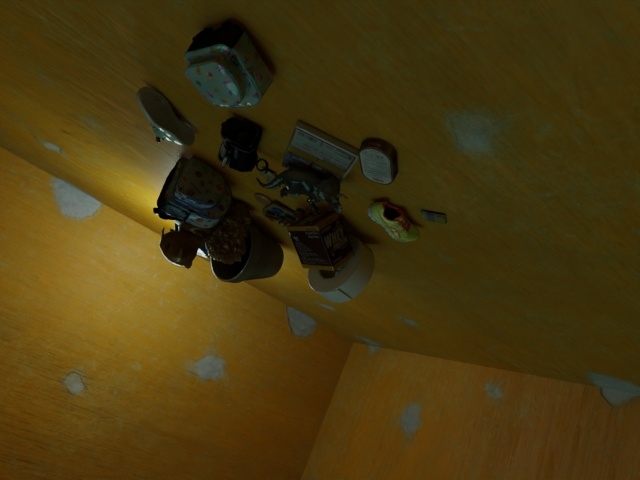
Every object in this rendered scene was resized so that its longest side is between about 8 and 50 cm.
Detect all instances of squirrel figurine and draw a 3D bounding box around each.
[{"bbox_3d":[-0.520,-0.038,2.110,0.397,0.370,0.281,24,161,-2],"label":"squirrel figurine"}]

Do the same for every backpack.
[{"bbox_3d":[-0.217,-0.403,1.131,0.166,0.144,0.188,2,155,36],"label":"backpack"},{"bbox_3d":[-0.493,-0.188,1.901,0.264,0.276,0.213,31,147,-29],"label":"backpack"}]

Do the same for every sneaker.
[{"bbox_3d":[0.259,-0.063,1.573,0.209,0.081,0.094,30,158,-17],"label":"sneaker"},{"bbox_3d":[-0.557,-0.413,1.579,0.151,0.094,0.256,15,158,32],"label":"sneaker"}]

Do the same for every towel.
[{"bbox_3d":[0.368,-0.076,1.516,0.083,0.009,0.060,15,160,26],"label":"towel"}]

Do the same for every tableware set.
[{"bbox_3d":[-0.150,-0.213,1.747,0.169,0.020,0.141,22,159,10],"label":"tableware set"}]

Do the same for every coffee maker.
[{"bbox_3d":[-0.239,-0.302,1.501,0.172,0.120,0.178,4,167,-14],"label":"coffee maker"}]

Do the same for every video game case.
[{"bbox_3d":[-0.007,-0.253,1.461,0.204,0.025,0.285,25,161,-6],"label":"video game case"}]

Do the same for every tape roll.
[{"bbox_3d":[0.084,0.114,1.940,0.286,0.286,0.100,2,151,48],"label":"tape roll"}]

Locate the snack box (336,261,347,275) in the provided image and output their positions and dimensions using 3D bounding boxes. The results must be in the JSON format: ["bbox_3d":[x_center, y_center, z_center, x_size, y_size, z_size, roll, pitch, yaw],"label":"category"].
[{"bbox_3d":[0.028,0.098,2.294,0.175,0.070,0.207,8,155,38],"label":"snack box"}]

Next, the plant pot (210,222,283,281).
[{"bbox_3d":[-0.349,0.075,2.380,0.323,0.322,0.281,5,170,43],"label":"plant pot"}]

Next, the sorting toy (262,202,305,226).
[{"bbox_3d":[-0.177,-0.103,2.010,0.132,0.046,0.275,26,163,-22],"label":"sorting toy"}]

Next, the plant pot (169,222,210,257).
[{"bbox_3d":[-0.639,-0.049,2.469,0.236,0.212,0.236,17,160,16],"label":"plant pot"}]

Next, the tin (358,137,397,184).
[{"bbox_3d":[0.163,-0.221,1.333,0.106,0.040,0.189,22,162,20],"label":"tin"}]

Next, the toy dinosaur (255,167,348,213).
[{"bbox_3d":[-0.052,-0.184,1.535,0.314,0.121,0.160,26,150,6],"label":"toy dinosaur"}]

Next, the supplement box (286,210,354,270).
[{"bbox_3d":[0.000,0.000,1.847,0.191,0.129,0.194,1,119,49],"label":"supplement box"}]

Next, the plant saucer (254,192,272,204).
[{"bbox_3d":[-0.243,-0.172,1.975,0.084,0.013,0.083,22,161,8],"label":"plant saucer"}]
